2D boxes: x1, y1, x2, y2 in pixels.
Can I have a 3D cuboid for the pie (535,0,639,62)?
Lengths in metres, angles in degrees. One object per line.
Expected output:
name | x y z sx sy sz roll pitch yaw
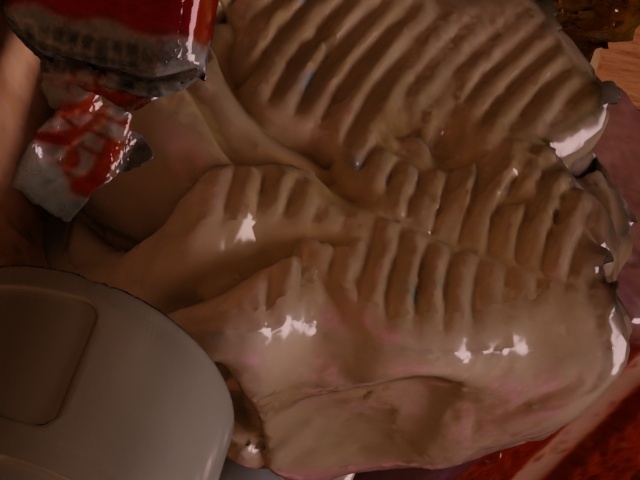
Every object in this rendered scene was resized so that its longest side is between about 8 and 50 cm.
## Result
pie | 0.065 -0.210 0.830 0.354 0.288 0.103 88 14 -60

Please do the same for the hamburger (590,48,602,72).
hamburger | 0.083 -0.179 1.309 0.176 0.300 0.300 17 82 -41

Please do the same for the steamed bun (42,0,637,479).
steamed bun | 0.000 0.000 0.805 0.207 0.280 0.268 119 -33 -46

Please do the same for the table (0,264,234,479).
table | -0.113 0.129 0.533 0.220 0.126 0.126 -74 173 -46

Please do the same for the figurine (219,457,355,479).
figurine | -0.072 0.163 0.838 0.155 0.127 0.235 40 74 -37

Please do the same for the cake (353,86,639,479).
cake | 0.131 0.059 1.115 0.309 0.237 0.230 -50 -133 40

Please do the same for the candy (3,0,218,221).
candy | -0.071 -0.146 0.628 0.059 0.086 0.292 -44 143 -76
